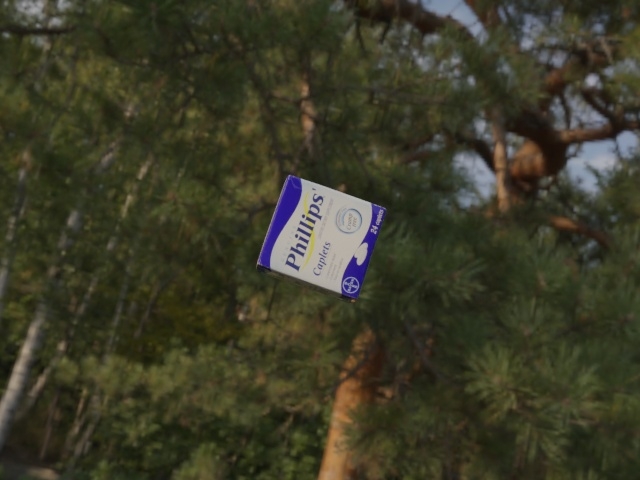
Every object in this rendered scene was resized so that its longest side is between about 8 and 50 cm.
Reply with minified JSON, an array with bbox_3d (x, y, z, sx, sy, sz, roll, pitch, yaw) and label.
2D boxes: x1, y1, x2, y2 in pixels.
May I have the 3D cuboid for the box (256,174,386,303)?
[{"bbox_3d":[0.000,0.000,1.125,0.137,0.126,0.072,19,-8,-1],"label":"box"}]
